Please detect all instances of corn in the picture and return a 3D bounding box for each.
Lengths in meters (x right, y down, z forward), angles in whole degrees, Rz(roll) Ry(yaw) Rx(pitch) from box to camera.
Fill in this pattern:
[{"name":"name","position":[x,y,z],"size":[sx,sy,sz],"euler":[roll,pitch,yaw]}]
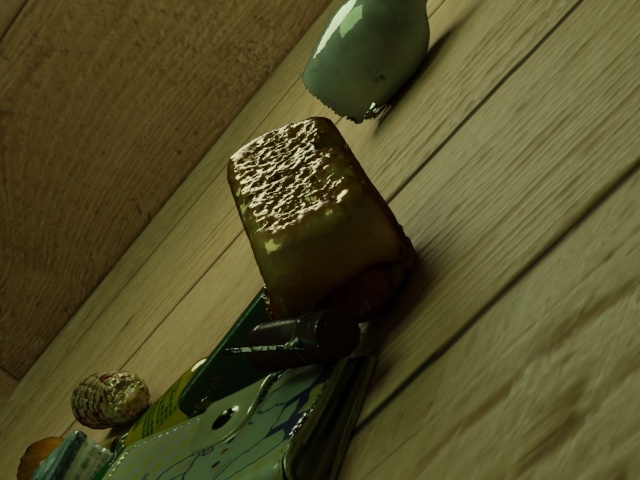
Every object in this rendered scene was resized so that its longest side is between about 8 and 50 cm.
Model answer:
[{"name":"corn","position":[-0.304,0.229,2.343],"size":[0.086,0.086,0.253],"euler":[-57,12,-17]}]

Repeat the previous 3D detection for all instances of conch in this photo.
[{"name":"conch","position":[-0.380,0.325,2.348],"size":[0.109,0.093,0.330],"euler":[-52,8,-34]}]

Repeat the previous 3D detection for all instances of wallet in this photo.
[{"name":"wallet","position":[-0.090,0.202,1.385],"size":[0.309,0.077,0.223],"euler":[-32,13,34]}]

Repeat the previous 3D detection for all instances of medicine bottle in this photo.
[{"name":"medicine bottle","position":[-0.178,0.226,1.781],"size":[0.309,0.076,0.111],"euler":[-43,12,45]}]

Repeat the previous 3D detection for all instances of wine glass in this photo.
[{"name":"wine glass","position":[0.104,-0.301,2.072],"size":[0.321,0.143,0.143],"euler":[-50,10,25]}]

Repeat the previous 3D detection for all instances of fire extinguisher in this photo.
[{"name":"fire extinguisher","position":[-0.032,0.087,1.364],"size":[0.157,0.078,0.045],"euler":[-15,78,59]}]

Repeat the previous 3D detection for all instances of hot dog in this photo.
[{"name":"hot dog","position":[0.000,0.000,1.479],"size":[0.150,0.153,0.256],"euler":[-25,27,1]}]

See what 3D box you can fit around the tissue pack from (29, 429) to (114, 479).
[{"name":"tissue pack","position":[-0.375,0.394,2.125],"size":[0.185,0.081,0.257],"euler":[-42,17,50]}]

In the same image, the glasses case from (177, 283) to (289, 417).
[{"name":"glasses case","position":[-0.059,0.113,1.604],"size":[0.184,0.078,0.039],"euler":[-52,7,11]}]

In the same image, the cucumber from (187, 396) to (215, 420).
[{"name":"cucumber","position":[-0.150,0.245,1.626],"size":[0.245,0.067,0.067],"euler":[-51,9,45]}]
